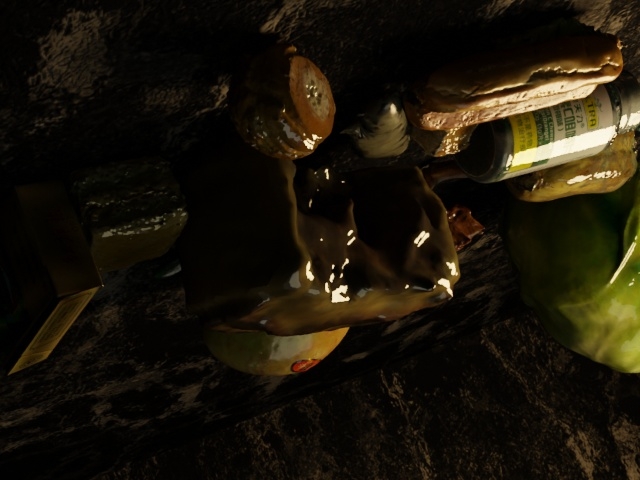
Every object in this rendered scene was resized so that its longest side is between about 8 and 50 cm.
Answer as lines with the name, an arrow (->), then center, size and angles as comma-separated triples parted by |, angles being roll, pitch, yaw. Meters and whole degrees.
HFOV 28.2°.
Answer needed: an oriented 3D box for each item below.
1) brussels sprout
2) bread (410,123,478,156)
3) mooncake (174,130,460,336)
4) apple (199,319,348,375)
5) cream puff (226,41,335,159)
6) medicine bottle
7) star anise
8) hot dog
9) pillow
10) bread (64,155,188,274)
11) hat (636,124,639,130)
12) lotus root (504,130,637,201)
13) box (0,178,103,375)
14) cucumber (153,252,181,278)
brussels sprout -> 0.512, 0.018, 2.294 | 0.342, 0.425, 0.361 | -38, 160, 9
bread -> 0.172, -0.168, 1.786 | 0.070, 0.076, 0.083 | -10, 141, -36
mooncake -> 0.000, 0.000, 1.740 | 0.394, 0.246, 0.393 | -8, 167, -10
apple -> -0.070, 0.094, 2.030 | 0.261, 0.261, 0.194 | -16, 132, -26
cream puff -> -0.050, -0.154, 1.445 | 0.103, 0.126, 0.144 | -14, 161, 27
medicine bottle -> 0.339, -0.181, 1.883 | 0.293, 0.141, 0.141 | -15, 163, -28
star anise -> 0.191, -0.036, 2.173 | 0.237, 0.148, 0.346 | -39, 177, -44
hot dog -> 0.265, -0.226, 1.711 | 0.337, 0.100, 0.135 | -15, 171, -24
pillow -> 0.076, -0.151, 1.768 | 0.093, 0.051, 0.241 | -19, 168, 4
bread -> -0.256, -0.024, 1.617 | 0.138, 0.102, 0.196 | -13, 163, -27
hat -> 0.624, -0.237, 2.246 | 0.138, 0.078, 0.191 | -15, -177, -2
lotus root -> 0.409, -0.145, 2.086 | 0.275, 0.152, 0.160 | -6, 171, -41
box -> -0.360, 0.047, 1.592 | 0.071, 0.159, 0.240 | -15, 161, -35
cucumber -> -0.177, 0.013, 1.981 | 0.184, 0.033, 0.036 | -24, 147, -3
